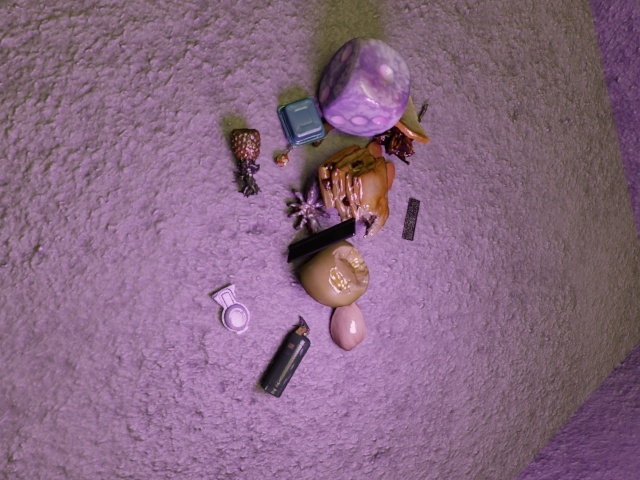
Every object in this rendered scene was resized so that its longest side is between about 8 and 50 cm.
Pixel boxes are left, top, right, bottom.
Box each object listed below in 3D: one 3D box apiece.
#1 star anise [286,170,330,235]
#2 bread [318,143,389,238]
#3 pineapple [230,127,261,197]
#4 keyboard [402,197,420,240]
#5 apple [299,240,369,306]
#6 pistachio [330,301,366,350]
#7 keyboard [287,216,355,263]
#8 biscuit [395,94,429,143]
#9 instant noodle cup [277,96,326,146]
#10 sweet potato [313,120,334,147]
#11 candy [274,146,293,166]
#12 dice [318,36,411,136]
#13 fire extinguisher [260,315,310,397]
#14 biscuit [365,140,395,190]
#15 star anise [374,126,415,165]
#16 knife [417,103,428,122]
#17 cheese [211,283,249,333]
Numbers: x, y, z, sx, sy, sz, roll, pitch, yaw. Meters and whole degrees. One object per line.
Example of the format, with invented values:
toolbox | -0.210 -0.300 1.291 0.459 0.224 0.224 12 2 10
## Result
star anise | -0.032 -0.139 1.619 0.198 0.110 0.258 24 90 -27
bread | 0.166 -0.184 1.617 0.314 0.191 0.370 -43 121 -45
pineapple | -0.272 -0.284 1.496 0.125 0.125 0.252 -11 109 -26
keyboard | 0.431 -0.098 1.908 0.074 0.015 0.197 12 89 -28
apple | 0.053 0.132 1.601 0.278 0.279 0.280 -2 95 -27
pistachio | 0.120 0.361 1.729 0.152 0.126 0.224 5 91 9
keyboard | 0.000 0.000 1.547 0.018 0.309 0.101 46 32 -35
biscuit | 0.347 -0.541 1.727 0.204 0.040 0.309 10 52 -30
instant noodle cup | -0.068 -0.465 1.567 0.157 0.070 0.179 -21 92 -12
sweet potato | 0.026 -0.459 1.655 0.054 0.053 0.182 37 71 15
candy | -0.114 -0.360 1.597 0.055 0.049 0.185 28 70 19
dice | 0.166 -0.585 1.570 0.270 0.271 0.271 17 74 -29
fire extinguisher | -0.125 0.463 1.631 0.311 0.114 0.095 -57 154 -10
biscuit | 0.260 -0.329 1.792 0.192 0.036 0.187 23 82 -28
star anise | 0.313 -0.445 1.760 0.190 0.125 0.220 31 57 -25
knife | 0.439 -0.540 1.873 0.045 0.021 0.222 28 85 -25
cheese | -0.332 0.267 1.535 0.105 0.042 0.191 -30 105 -23
